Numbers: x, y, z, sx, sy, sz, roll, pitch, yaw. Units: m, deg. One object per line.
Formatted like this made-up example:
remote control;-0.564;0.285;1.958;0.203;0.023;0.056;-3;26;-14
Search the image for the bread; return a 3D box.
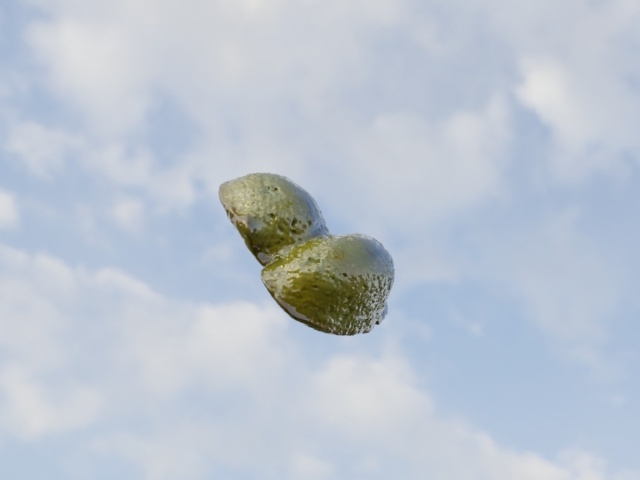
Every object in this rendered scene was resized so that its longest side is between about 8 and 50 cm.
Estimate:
bread;0.000;0.000;1.122;0.065;0.149;0.187;-45;-21;19
